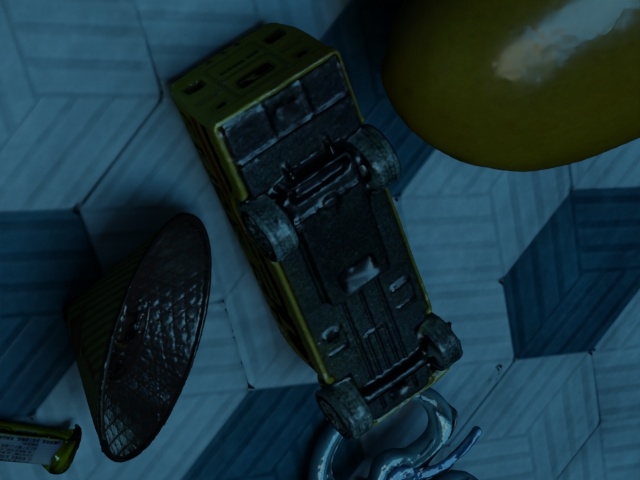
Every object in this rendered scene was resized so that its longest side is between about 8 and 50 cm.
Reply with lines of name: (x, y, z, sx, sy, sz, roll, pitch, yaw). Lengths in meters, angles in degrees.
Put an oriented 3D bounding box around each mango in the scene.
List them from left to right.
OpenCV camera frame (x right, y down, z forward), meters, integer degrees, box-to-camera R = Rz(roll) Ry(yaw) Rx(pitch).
mango: (0.239, -0.216, 1.201, 0.446, 0.232, 0.300, -39, 155, -8)

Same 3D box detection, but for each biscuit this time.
biscuit: (-0.301, 0.140, 1.171, 0.292, 0.026, 0.048, 14, 111, -39)

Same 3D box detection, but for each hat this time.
hat: (-0.154, 0.063, 1.201, 0.193, 0.082, 0.193, 16, 90, -75)

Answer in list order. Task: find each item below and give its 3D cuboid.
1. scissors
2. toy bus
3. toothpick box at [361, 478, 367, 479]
scissors: (-0.015, 0.283, 1.416, 0.393, 0.032, 0.180, -36, 99, -3)
toy bus: (0.000, 0.000, 1.237, 0.121, 0.123, 0.335, -35, 131, -15)
toothpick box: (0.038, 0.264, 1.470, 0.047, 0.047, 0.083, 19, 104, -41)
